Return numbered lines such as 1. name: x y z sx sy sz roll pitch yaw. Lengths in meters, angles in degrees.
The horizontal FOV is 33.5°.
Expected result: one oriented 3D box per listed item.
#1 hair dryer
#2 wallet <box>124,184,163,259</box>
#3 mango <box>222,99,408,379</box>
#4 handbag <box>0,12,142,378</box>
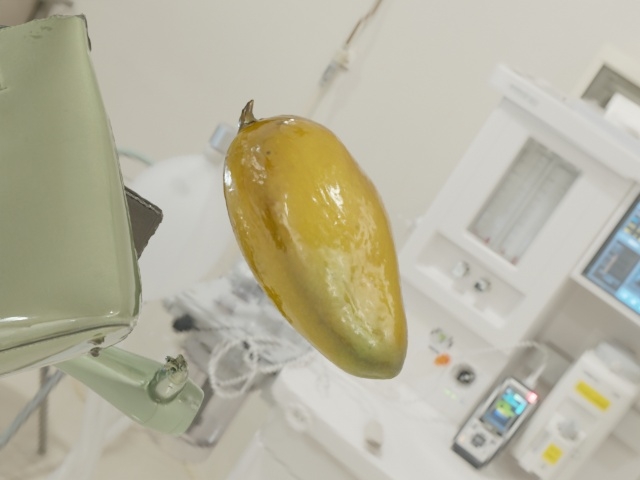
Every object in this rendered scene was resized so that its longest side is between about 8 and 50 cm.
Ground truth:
1. hair dryer: -0.201 0.136 1.146 0.206 0.075 0.237 31 -24 -17
2. wallet: -0.418 -0.071 1.717 0.321 0.170 0.044 33 26 -6
3. mango: 0.000 0.000 1.081 0.176 0.119 0.317 -20 85 -50
4. handbag: -0.254 -0.059 0.705 0.241 0.315 0.109 -14 -7 -19
